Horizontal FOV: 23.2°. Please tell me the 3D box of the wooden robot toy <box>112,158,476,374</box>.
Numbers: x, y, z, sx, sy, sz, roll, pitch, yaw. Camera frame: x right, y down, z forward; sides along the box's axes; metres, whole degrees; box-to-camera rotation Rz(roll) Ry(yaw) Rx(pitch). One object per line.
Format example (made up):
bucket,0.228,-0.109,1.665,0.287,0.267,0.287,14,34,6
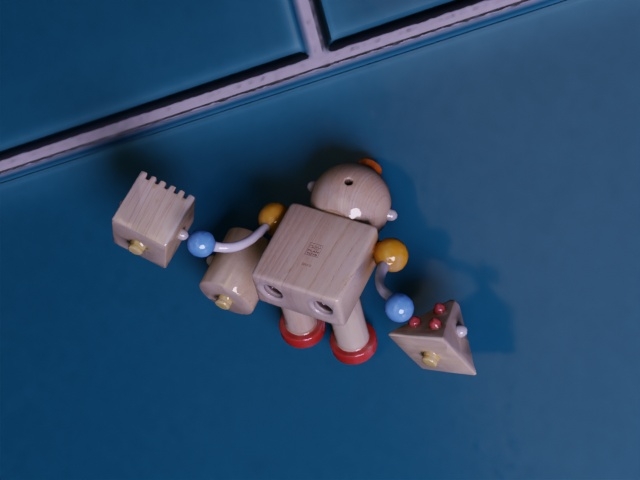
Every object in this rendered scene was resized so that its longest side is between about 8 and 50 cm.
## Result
wooden robot toy,0.000,0.000,0.687,0.173,0.076,0.079,18,65,19
